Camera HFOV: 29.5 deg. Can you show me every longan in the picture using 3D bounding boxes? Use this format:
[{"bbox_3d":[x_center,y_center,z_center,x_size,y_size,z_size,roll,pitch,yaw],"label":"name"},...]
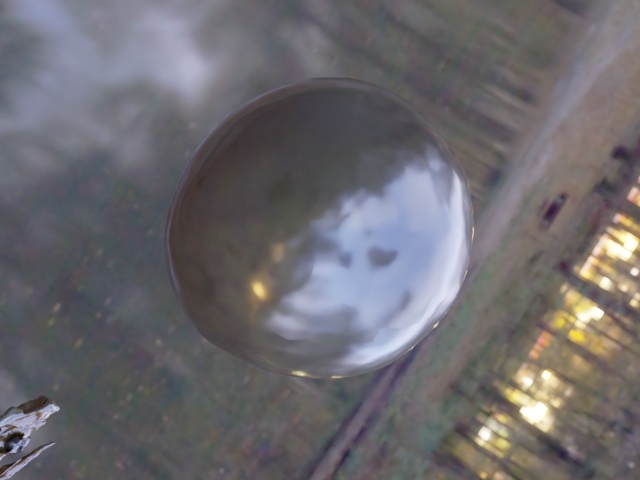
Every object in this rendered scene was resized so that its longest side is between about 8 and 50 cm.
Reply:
[{"bbox_3d":[0.000,0.000,0.917,0.248,0.248,0.248,-54,168,-17],"label":"longan"}]

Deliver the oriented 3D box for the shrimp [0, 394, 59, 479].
[{"bbox_3d":[-0.336,0.157,0.879,0.287,0.152,0.063,-28,176,-10],"label":"shrimp"}]
